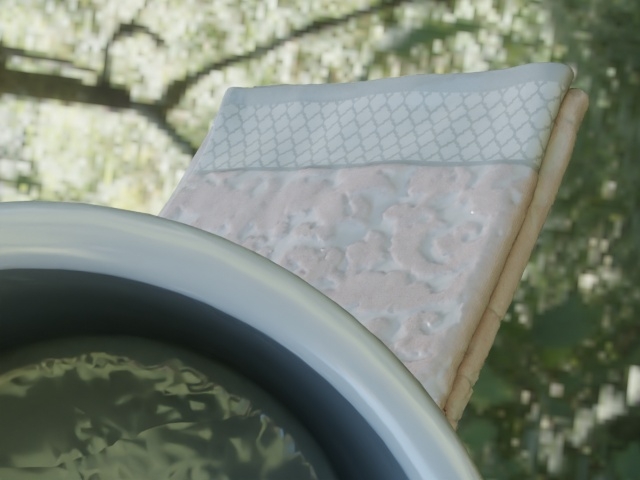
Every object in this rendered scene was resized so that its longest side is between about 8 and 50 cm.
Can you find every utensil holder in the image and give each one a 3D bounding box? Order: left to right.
[{"bbox_3d":[-0.100,0.167,0.732,0.385,0.328,0.327,116,160,-84],"label":"utensil holder"}]

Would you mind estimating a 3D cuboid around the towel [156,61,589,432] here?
[{"bbox_3d":[0.000,0.000,1.266,0.053,0.332,0.317,56,-131,-38],"label":"towel"}]
